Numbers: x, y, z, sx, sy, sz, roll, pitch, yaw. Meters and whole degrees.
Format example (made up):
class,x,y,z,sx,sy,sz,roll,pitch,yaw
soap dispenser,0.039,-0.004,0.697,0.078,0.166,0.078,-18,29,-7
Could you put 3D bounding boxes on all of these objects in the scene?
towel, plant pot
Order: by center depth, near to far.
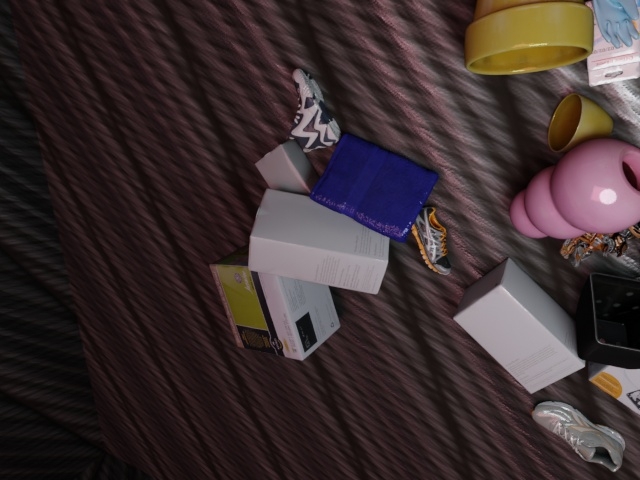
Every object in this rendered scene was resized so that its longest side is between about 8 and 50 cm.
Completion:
class,x,y,z,sx,sy,sz,roll,pitch,yaw
plant pot,0.434,-0.496,1.021,0.254,0.254,0.238,2,98,28
plant pot,0.602,-0.260,1.110,0.096,0.134,0.134,10,120,-3
plant pot,0.714,0.209,1.166,0.188,0.187,0.166,11,147,7
towel,0.151,-0.149,1.377,0.309,0.076,0.227,28,85,18

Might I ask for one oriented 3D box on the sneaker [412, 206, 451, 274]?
class,x,y,z,sx,sy,sz,roll,pitch,yaw
sneaker,0.328,0.000,1.399,0.083,0.084,0.214,-25,99,30

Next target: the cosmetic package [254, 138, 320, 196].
class,x,y,z,sx,sy,sz,roll,pitch,yaw
cosmetic package,-0.081,-0.183,1.524,0.127,0.107,0.237,-27,95,34

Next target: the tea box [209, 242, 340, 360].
class,x,y,z,sx,sy,sz,roll,pitch,yaw
tea box,-0.153,0.188,1.635,0.324,0.220,0.328,1,113,39

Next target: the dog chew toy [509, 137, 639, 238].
class,x,y,z,sx,sy,sz,roll,pitch,yaw
dog chew toy,0.572,-0.096,1.113,0.206,0.207,0.332,52,154,-2

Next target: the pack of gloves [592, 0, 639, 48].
class,x,y,z,sx,sy,sz,roll,pitch,yaw
pack of gloves,0.623,-0.503,0.943,0.195,0.046,0.231,-19,96,-5

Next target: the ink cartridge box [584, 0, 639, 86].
class,x,y,z,sx,sy,sz,roll,pitch,yaw
ink cartridge box,0.628,-0.429,1.043,0.105,0.061,0.181,-4,110,29

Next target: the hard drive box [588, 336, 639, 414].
class,x,y,z,sx,sy,sz,roll,pitch,yaw
hard drive box,0.854,0.325,1.261,0.181,0.089,0.232,34,124,10

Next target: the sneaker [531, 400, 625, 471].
class,x,y,z,sx,sy,sz,roll,pitch,yaw
sneaker,0.748,0.568,1.413,0.263,0.121,0.099,21,120,19

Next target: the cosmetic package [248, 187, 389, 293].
class,x,y,z,sx,sy,sz,roll,pitch,yaw
cosmetic package,0.000,0.000,1.409,0.386,0.217,0.156,11,136,3

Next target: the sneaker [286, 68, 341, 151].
class,x,y,z,sx,sy,sz,roll,pitch,yaw
sneaker,-0.056,-0.367,1.425,0.153,0.094,0.234,-23,111,26

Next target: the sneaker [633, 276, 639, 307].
class,x,y,z,sx,sy,sz,roll,pitch,yaw
sneaker,0.831,0.141,1.209,0.134,0.051,0.070,33,129,16

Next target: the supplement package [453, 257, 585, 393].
class,x,y,z,sx,sy,sz,roll,pitch,yaw
supplement package,0.545,0.229,1.329,0.293,0.175,0.177,45,127,2

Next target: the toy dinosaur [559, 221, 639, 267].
class,x,y,z,sx,sy,sz,roll,pitch,yaw
toy dinosaur,0.733,-0.032,1.129,0.218,0.165,0.322,54,138,15
